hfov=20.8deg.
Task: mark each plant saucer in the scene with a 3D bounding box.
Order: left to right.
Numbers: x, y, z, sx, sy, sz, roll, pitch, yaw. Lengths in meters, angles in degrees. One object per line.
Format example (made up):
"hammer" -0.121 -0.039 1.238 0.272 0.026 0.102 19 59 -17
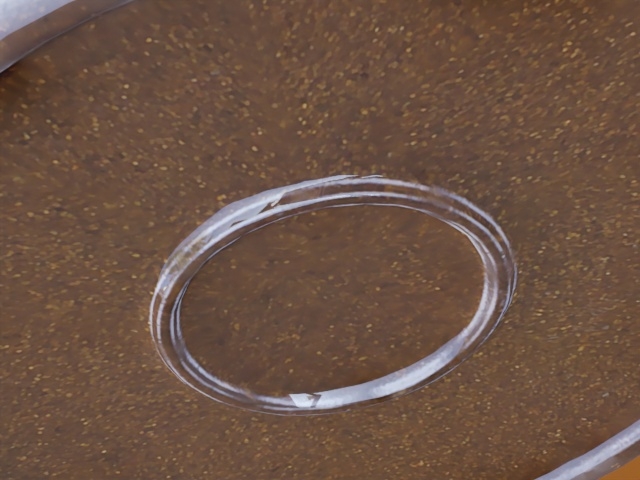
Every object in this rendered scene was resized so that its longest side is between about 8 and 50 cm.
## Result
"plant saucer" 0.000 0.000 0.422 0.310 0.050 0.310 -7 141 -6
